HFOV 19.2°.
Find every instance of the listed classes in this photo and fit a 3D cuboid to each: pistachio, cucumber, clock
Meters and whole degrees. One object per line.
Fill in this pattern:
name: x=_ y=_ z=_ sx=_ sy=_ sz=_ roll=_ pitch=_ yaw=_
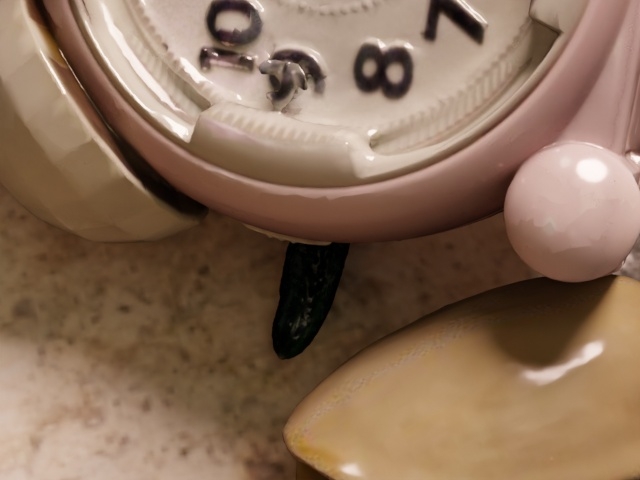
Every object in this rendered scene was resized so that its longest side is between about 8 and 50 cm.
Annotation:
pistachio: x=0.087 y=0.087 z=0.896 sx=0.215 sy=0.144 sz=0.144 roll=-13 pitch=74 yaw=-11
cucumber: x=0.000 y=0.000 z=0.958 sx=0.032 sy=0.032 sz=0.133 roll=17 pitch=67 yaw=-6
clock: x=0.010 y=-0.151 z=0.874 sx=0.326 sy=0.184 sz=0.342 roll=11 pitch=90 yaw=9
